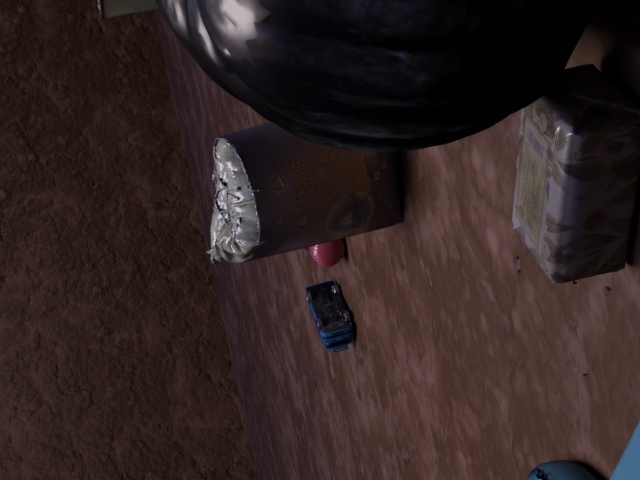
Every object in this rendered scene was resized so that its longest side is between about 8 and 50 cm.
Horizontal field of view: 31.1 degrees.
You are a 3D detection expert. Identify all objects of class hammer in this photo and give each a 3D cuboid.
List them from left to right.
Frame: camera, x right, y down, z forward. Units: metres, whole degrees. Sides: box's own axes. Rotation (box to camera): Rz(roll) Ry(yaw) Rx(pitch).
[{"bbox_3d":[0.000,0.000,1.259,0.083,0.043,0.043,-128,28,-68],"label":"hammer"}]

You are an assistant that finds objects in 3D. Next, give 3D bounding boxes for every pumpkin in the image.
[{"bbox_3d":[-0.007,-0.176,0.499,0.296,0.295,0.296,168,90,-79],"label":"pumpkin"}]

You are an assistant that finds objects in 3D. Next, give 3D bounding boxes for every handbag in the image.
[{"bbox_3d":[-0.018,-0.045,0.954,0.095,0.173,0.117,-140,38,-57],"label":"handbag"}]

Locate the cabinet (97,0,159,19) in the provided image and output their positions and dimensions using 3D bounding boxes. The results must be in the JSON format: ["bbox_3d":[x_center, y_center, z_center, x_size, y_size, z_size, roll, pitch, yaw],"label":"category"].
[{"bbox_3d":[-0.138,-0.331,1.160,0.145,0.206,0.150,137,121,-77],"label":"cabinet"}]

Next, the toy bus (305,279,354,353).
[{"bbox_3d":[0.010,0.086,1.300,0.083,0.038,0.046,-112,10,-49],"label":"toy bus"}]

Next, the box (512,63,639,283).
[{"bbox_3d":[0.127,-0.033,0.573,0.062,0.045,0.098,-114,16,-47],"label":"box"}]

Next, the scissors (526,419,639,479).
[{"bbox_3d":[0.166,0.151,0.609,0.393,0.032,0.180,90,164,-51],"label":"scissors"}]
